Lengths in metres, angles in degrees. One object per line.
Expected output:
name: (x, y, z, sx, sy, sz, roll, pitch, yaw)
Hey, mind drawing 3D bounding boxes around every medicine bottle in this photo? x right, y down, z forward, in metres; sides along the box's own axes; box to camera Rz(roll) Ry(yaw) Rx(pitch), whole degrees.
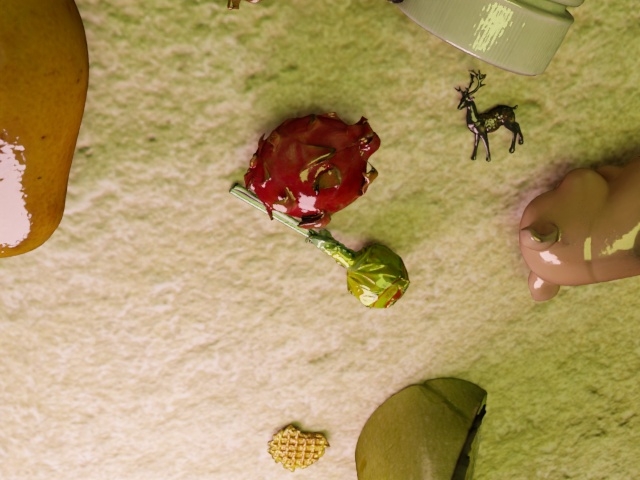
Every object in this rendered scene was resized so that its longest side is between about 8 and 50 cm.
medicine bottle: (0.219, -0.356, 1.000, 0.190, 0.190, 0.332, 15, 113, -17)

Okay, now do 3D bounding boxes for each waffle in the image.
waffle: (-0.035, 0.297, 1.396, 0.085, 0.016, 0.078, 34, 107, -23)

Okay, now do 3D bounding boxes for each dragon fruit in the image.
dragon fruit: (-0.003, -0.086, 1.141, 0.166, 0.136, 0.133, -27, 153, 15)

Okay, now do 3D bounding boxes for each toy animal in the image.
toy animal: (0.369, -0.023, 1.223, 0.250, 0.154, 0.166, -22, 127, 5)

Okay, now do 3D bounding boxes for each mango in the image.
mango: (-0.367, -0.143, 0.997, 0.263, 0.221, 0.378, -6, 127, -10)

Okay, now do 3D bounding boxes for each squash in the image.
squash: (0.161, 0.368, 1.300, 0.210, 0.309, 0.234, 0, 117, -10)

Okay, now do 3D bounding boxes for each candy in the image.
candy: (-0.001, 0.000, 1.227, 0.262, 0.077, 0.073, 31, 130, -14)

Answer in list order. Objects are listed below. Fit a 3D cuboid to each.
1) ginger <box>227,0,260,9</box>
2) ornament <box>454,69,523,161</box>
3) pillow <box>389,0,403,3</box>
ginger: (-0.022, -0.416, 0.948, 0.274, 0.152, 0.357, -11, 120, -5)
ornament: (0.207, -0.158, 1.194, 0.073, 0.028, 0.125, -21, 121, 2)
pillow: (0.068, -0.334, 0.930, 0.141, 0.055, 0.208, 3, 117, -33)
